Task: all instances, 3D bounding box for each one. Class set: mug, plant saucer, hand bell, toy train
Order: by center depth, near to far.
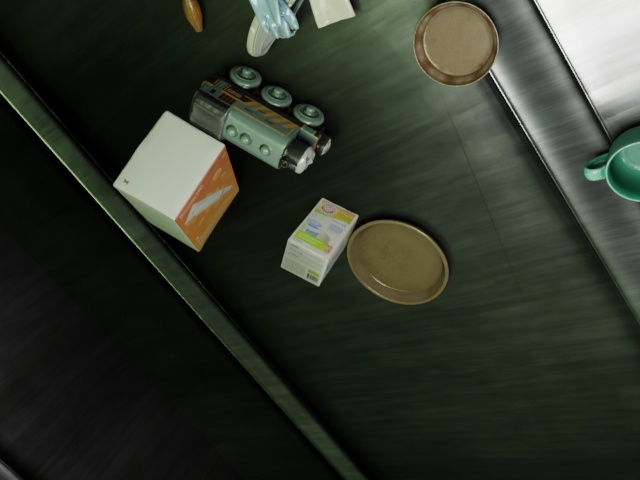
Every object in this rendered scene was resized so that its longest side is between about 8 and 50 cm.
[{"bbox_3d":[0.600,-0.157,1.122,0.158,0.097,0.129,24,134,12],"label":"mug"},{"bbox_3d":[0.268,-0.388,1.171,0.169,0.029,0.168,16,131,19],"label":"plant saucer"},{"bbox_3d":[-0.308,-0.575,1.312,0.126,0.126,0.242,13,143,21],"label":"hand bell"},{"bbox_3d":[-0.141,-0.275,1.381,0.334,0.190,0.142,31,135,4],"label":"toy train"},{"bbox_3d":[0.204,0.053,1.560,0.278,0.041,0.277,15,132,18],"label":"plant saucer"}]

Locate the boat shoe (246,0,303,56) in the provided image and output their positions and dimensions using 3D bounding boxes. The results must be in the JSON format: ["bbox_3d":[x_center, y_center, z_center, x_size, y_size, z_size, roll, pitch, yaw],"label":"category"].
[{"bbox_3d":[-0.086,-0.474,1.266,0.081,0.079,0.227,39,132,2],"label":"boat shoe"}]

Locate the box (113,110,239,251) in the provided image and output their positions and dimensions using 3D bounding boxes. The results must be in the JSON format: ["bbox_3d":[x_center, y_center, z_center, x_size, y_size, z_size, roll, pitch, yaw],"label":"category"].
[{"bbox_3d":[-0.344,-0.133,1.492,0.168,0.215,0.345,30,168,5],"label":"box"}]

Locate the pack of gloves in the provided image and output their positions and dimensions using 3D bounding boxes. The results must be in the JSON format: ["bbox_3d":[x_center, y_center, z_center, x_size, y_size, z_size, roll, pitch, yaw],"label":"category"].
[{"bbox_3d":[-0.062,-0.502,1.154,0.195,0.046,0.232,-11,136,19],"label":"pack of gloves"}]

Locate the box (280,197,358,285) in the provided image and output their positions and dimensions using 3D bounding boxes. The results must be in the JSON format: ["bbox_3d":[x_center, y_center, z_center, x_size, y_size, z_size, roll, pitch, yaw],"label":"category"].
[{"bbox_3d":[0.000,0.000,1.517,0.114,0.203,0.103,27,134,10],"label":"box"}]
